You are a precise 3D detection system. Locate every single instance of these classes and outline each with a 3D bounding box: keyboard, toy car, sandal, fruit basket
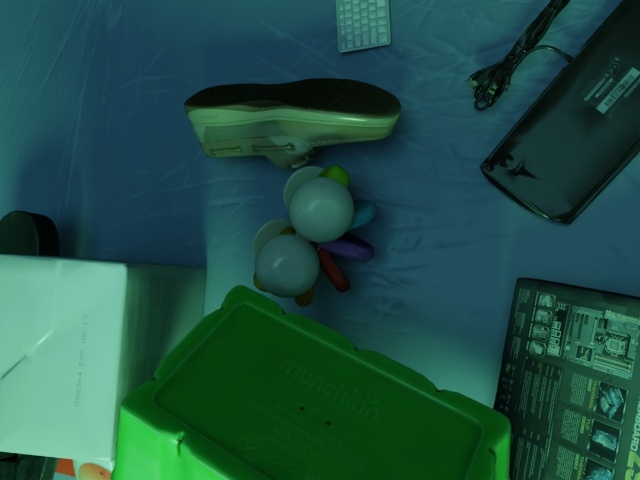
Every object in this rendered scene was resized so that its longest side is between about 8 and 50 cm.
[{"bbox_3d":[0.054,-0.386,0.708,0.072,0.014,0.256,-5,85,21],"label":"keyboard"},{"bbox_3d":[0.000,0.000,0.645,0.136,0.159,0.182,30,98,-14],"label":"toy car"},{"bbox_3d":[0.302,-0.190,0.587,0.201,0.033,0.317,42,100,12],"label":"keyboard"},{"bbox_3d":[-0.475,0.176,0.762,0.167,0.107,0.447,-10,80,30],"label":"sandal"},{"bbox_3d":[-0.019,0.282,0.531,0.391,0.283,0.392,22,136,22],"label":"fruit basket"}]

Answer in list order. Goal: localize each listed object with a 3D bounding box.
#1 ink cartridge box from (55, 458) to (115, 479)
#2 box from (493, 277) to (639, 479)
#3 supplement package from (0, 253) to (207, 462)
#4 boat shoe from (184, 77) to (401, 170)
[{"bbox_3d":[-0.370,0.323,0.782,0.179,0.045,0.146,4,107,19],"label":"ink cartridge box"},{"bbox_3d":[0.265,0.164,0.510,0.183,0.059,0.233,9,89,60],"label":"box"},{"bbox_3d":[-0.282,0.123,0.645,0.197,0.262,0.200,4,87,5],"label":"supplement package"},{"bbox_3d":[-0.039,-0.150,0.689,0.301,0.109,0.098,5,127,21],"label":"boat shoe"}]
